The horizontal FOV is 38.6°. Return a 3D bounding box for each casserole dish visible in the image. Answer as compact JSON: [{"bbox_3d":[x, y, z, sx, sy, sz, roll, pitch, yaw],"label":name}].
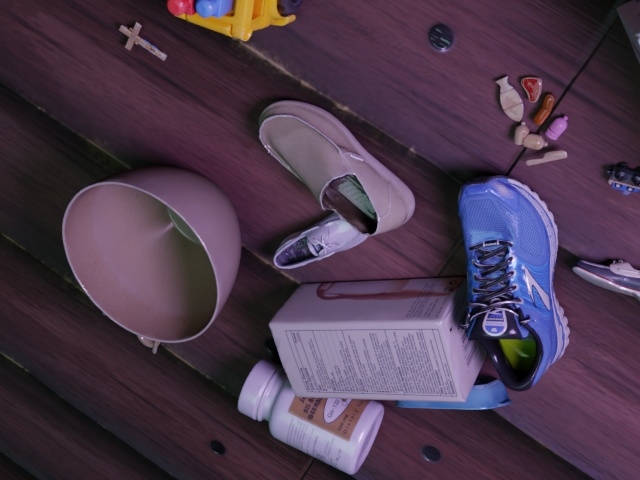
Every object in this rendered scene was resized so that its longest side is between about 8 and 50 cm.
[{"bbox_3d":[0.205,0.237,1.432,0.188,0.114,0.037,-5,89,31],"label":"casserole dish"}]

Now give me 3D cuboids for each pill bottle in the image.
[{"bbox_3d":[-0.019,0.295,1.570,0.229,0.131,0.131,23,128,15],"label":"pill bottle"}]

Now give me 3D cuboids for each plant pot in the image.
[{"bbox_3d":[-0.237,-0.006,1.463,0.284,0.191,0.284,14,125,22],"label":"plant pot"}]

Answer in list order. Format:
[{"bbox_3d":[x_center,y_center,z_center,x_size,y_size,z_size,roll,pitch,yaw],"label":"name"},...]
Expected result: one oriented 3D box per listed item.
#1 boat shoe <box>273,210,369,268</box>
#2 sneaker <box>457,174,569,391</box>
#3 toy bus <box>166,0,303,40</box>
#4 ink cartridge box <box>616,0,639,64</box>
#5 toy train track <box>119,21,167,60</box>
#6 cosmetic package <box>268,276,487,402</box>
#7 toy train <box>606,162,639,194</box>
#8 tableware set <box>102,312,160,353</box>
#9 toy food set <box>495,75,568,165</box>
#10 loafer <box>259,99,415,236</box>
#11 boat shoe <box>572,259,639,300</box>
[{"bbox_3d":[0.000,0.000,1.418,0.184,0.063,0.066,-15,111,35],"label":"boat shoe"},{"bbox_3d":[0.262,0.065,1.261,0.129,0.147,0.330,-8,114,32],"label":"sneaker"},{"bbox_3d":[-0.115,-0.367,1.157,0.149,0.211,0.220,24,126,16],"label":"toy bus"},{"bbox_3d":[0.435,-0.142,0.991,0.114,0.197,0.273,-25,106,20],"label":"ink cartridge box"},{"bbox_3d":[-0.271,-0.306,1.409,0.083,0.014,0.048,35,123,-2],"label":"toy train track"},{"bbox_3d":[0.090,0.153,1.424,0.296,0.129,0.153,-3,118,30],"label":"cosmetic package"},{"bbox_3d":[0.441,-0.062,1.162,0.158,0.027,0.036,19,137,17],"label":"toy train"},{"bbox_3d":[-0.343,0.129,1.718,0.168,0.020,0.141,32,130,7],"label":"tableware set"},{"bbox_3d":[0.282,-0.162,1.192,0.078,0.019,0.122,-10,106,33],"label":"toy food set"},{"bbox_3d":[0.016,-0.104,1.325,0.268,0.092,0.102,36,130,5],"label":"loafer"},{"bbox_3d":[0.412,0.050,1.237,0.137,0.049,0.043,20,84,20],"label":"boat shoe"}]
